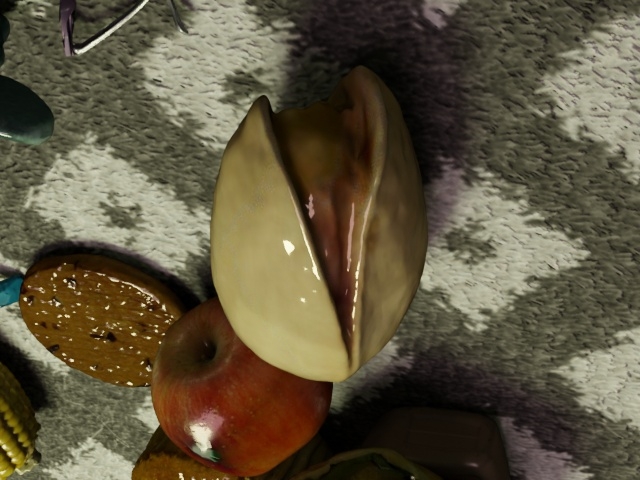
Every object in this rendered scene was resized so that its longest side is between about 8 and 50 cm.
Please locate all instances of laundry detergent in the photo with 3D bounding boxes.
[{"bbox_3d":[0.129,0.279,1.318,0.171,0.076,0.237,4,138,20],"label":"laundry detergent"}]

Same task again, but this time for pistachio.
[{"bbox_3d":[0.000,0.000,0.990,0.187,0.188,0.299,12,141,11],"label":"pistachio"}]

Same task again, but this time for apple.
[{"bbox_3d":[-0.076,0.146,1.193,0.199,0.199,0.199,12,138,11],"label":"apple"}]

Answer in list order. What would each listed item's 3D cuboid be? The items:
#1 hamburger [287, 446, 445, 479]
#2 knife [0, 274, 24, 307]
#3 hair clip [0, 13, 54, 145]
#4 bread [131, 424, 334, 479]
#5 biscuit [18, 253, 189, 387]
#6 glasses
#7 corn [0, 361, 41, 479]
[{"bbox_3d":[0.051,0.326,1.228,0.285,0.134,0.265,39,132,-24],"label":"hamburger"},{"bbox_3d":[-0.451,0.102,1.263,0.026,0.296,0.044,35,141,53],"label":"knife"},{"bbox_3d":[-0.363,-0.188,0.792,0.318,0.392,0.239,37,133,46],"label":"hair clip"},{"bbox_3d":[-0.095,0.299,1.384,0.227,0.142,0.253,15,141,17],"label":"bread"},{"bbox_3d":[-0.228,0.088,1.292,0.212,0.036,0.212,11,138,10],"label":"biscuit"},{"bbox_3d":[-0.160,-0.205,0.962,0.103,0.063,0.140,-2,138,-7],"label":"glasses"},{"bbox_3d":[-0.462,0.138,1.369,0.143,0.144,0.387,-9,129,31],"label":"corn"}]
